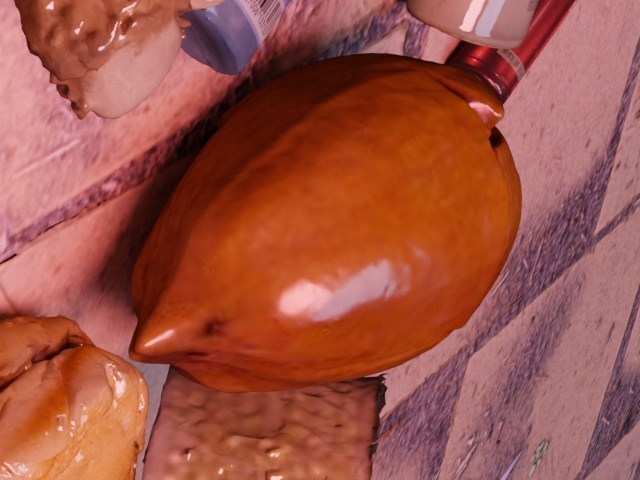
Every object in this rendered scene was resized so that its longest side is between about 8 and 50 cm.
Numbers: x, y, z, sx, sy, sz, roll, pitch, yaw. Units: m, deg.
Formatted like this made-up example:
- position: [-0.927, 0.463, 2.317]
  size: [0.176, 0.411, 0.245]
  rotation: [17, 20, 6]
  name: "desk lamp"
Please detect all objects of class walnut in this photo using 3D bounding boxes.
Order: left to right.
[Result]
- position: [0.000, 0.000, 1.258]
  size: [0.336, 0.209, 0.209]
  rotation: [-34, 145, -42]
  name: "walnut"

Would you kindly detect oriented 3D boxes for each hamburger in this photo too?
- position: [-0.188, 0.148, 1.147]
  size: [0.214, 0.108, 0.214]
  rotation: [-45, 153, -31]
  name: "hamburger"

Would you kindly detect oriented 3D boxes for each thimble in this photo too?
- position: [-0.044, 0.209, 1.339]
  size: [0.271, 0.150, 0.271]
  rotation: [9, 90, -88]
  name: "thimble"

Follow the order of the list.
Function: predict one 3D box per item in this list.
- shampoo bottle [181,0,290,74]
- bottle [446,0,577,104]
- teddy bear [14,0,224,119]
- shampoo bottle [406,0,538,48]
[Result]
- position: [-0.006, -0.225, 1.169]
  size: [0.258, 0.061, 0.104]
  rotation: [-56, 156, -13]
  name: "shampoo bottle"
- position: [0.165, -0.182, 1.590]
  size: [0.164, 0.060, 0.060]
  rotation: [-53, 156, -21]
  name: "bottle"
- position: [-0.073, -0.199, 0.942]
  size: [0.256, 0.156, 0.267]
  rotation: [-7, 116, -64]
  name: "teddy bear"
- position: [0.144, -0.261, 1.414]
  size: [0.118, 0.087, 0.234]
  rotation: [-13, 127, -62]
  name: "shampoo bottle"
